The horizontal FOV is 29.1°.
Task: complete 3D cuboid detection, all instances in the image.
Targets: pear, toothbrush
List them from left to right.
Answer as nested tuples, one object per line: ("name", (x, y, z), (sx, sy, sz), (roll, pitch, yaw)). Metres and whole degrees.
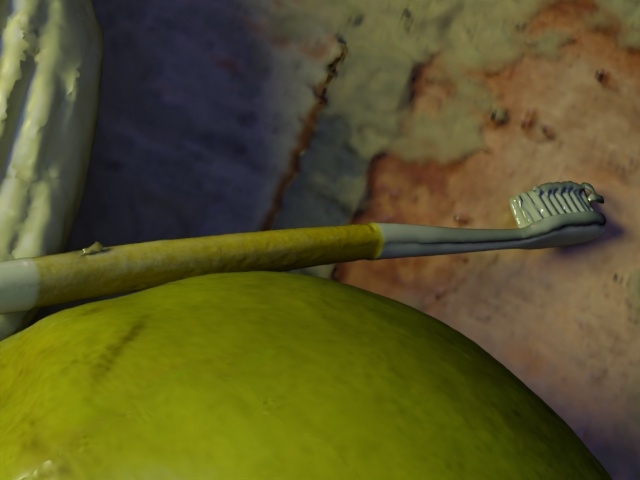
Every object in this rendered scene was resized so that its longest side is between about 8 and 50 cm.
("pear", (-0.004, 0.123, 0.384), (0.269, 0.212, 0.212), (34, 75, -21))
("toothbrush", (0.000, 0.000, 0.449), (0.288, 0.021, 0.024), (-6, 66, -35))

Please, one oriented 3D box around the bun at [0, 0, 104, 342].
("bun", (-0.200, -0.058, 0.410), (0.259, 0.160, 0.259), (-1, 92, -35))
